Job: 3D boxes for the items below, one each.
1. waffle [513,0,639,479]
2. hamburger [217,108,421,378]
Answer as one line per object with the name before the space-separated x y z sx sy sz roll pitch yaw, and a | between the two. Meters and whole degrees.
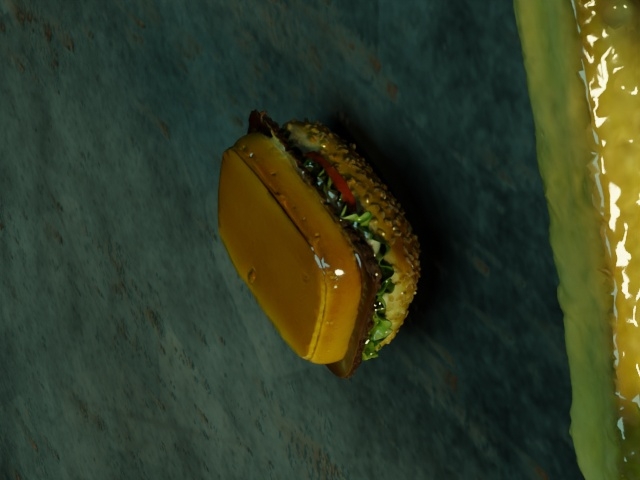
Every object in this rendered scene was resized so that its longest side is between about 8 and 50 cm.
waffle | 0.161 -0.033 0.569 0.057 0.168 0.274 24 128 62
hamburger | 0.000 0.000 0.957 0.166 0.087 0.137 55 148 31
